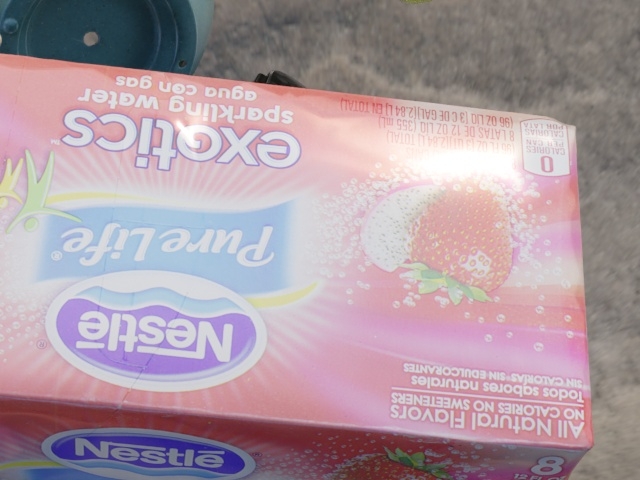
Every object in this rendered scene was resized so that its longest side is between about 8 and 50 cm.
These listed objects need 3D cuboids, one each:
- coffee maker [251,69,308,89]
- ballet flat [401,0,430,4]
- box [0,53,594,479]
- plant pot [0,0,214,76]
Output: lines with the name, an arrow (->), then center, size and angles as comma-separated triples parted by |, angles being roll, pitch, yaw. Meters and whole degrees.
coffee maker -> -0.077, -0.091, 1.675 | 0.120, 0.171, 0.178 | 23, 122, -29
ballet flat -> 0.110, -0.331, 1.715 | 0.077, 0.077, 0.231 | 4, 41, -9
box -> -0.061, 0.033, 0.550 | 0.300, 0.154, 0.142 | 6, 57, -6
plant pot -> -0.218, -0.201, 1.254 | 0.293, 0.293, 0.196 | -31, 36, -6
